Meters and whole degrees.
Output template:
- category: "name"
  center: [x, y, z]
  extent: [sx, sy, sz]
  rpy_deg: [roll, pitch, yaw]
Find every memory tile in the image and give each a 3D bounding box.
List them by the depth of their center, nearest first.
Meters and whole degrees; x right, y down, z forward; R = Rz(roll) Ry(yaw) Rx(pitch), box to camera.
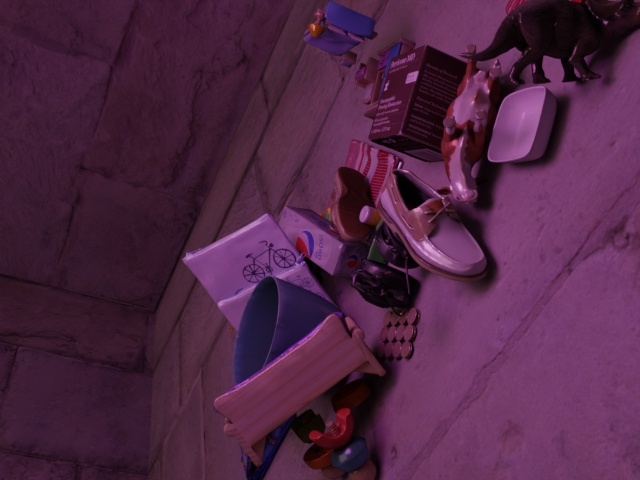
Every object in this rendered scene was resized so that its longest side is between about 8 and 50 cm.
- category: "memory tile"
  center: [0.170, 0.205, 1.629]
  extent: [0.148, 0.012, 0.113]
  rpy_deg: [-20, 55, 65]

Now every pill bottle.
- category: "pill bottle"
  center: [0.140, -0.054, 1.805]
  extent: [0.043, 0.083, 0.043]
  rpy_deg: [-51, 30, 45]

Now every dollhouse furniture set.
- category: "dollhouse furniture set"
  center: [0.057, -0.477, 2.038]
  extent: [0.286, 0.303, 0.198]
  rpy_deg: [-9, 65, 67]

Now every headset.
- category: "headset"
  center: [0.138, 0.034, 1.603]
  extent: [0.394, 0.185, 0.243]
  rpy_deg: [-92, 26, -66]

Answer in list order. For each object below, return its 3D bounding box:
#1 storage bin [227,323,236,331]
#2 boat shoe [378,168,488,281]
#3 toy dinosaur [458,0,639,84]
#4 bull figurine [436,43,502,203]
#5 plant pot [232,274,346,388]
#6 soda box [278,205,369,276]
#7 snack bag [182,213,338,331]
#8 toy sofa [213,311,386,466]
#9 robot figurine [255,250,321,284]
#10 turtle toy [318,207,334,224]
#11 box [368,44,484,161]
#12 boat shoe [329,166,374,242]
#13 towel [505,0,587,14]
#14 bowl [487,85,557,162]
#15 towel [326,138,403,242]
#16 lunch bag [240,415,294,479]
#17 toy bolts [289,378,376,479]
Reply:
- category: "storage bin"
  center: [-0.177, 0.181, 2.368]
  extent: [0.260, 0.123, 0.262]
  rpy_deg: [-12, 62, 66]
- category: "boat shoe"
  center: [0.214, -0.034, 1.447]
  extent: [0.302, 0.113, 0.103]
  rpy_deg: [44, 144, 41]
- category: "toy dinosaur"
  center: [0.390, -0.347, 1.247]
  extent: [0.121, 0.313, 0.160]
  rpy_deg: [-50, -42, -76]
- category: "bull figurine"
  center: [0.296, -0.229, 1.464]
  extent: [0.188, 0.101, 0.310]
  rpy_deg: [76, -154, -64]
- category: "plant pot"
  center: [-0.058, 0.258, 1.848]
  extent: [0.293, 0.235, 0.293]
  rpy_deg: [-51, 29, 43]
- category: "soda box"
  center: [0.000, 0.000, 1.969]
  extent: [0.286, 0.098, 0.091]
  rpy_deg: [34, 111, 47]
- category: "snack bag"
  center: [-0.162, 0.118, 1.979]
  extent: [0.323, 0.342, 0.037]
  rpy_deg: [-26, 18, 27]
- category: "toy sofa"
  center: [-0.053, 0.307, 1.626]
  extent: [0.362, 0.177, 0.150]
  rpy_deg: [-37, 7, -1]
- category: "robot figurine"
  center: [-0.124, 0.073, 2.133]
  extent: [0.173, 0.209, 0.278]
  rpy_deg: [-22, 7, 42]
- category: "turtle toy"
  center: [0.010, -0.034, 2.104]
  extent: [0.130, 0.066, 0.095]
  rpy_deg: [128, 133, -67]
- category: "box"
  center: [0.235, -0.296, 1.640]
  extent: [0.168, 0.167, 0.203]
  rpy_deg: [7, 81, 69]
- category: "boat shoe"
  center: [0.076, -0.078, 1.904]
  extent: [0.285, 0.104, 0.089]
  rpy_deg: [-88, 19, -52]
- category: "towel"
  center: [0.458, -0.495, 1.431]
  extent: [0.275, 0.031, 0.199]
  rpy_deg: [-105, 36, -58]
- category: "bowl"
  center: [0.380, -0.207, 1.368]
  extent: [0.142, 0.053, 0.142]
  rpy_deg: [5, 79, 68]
- category: "towel"
  center: [0.111, -0.143, 2.018]
  extent: [0.237, 0.037, 0.329]
  rpy_deg: [-70, 21, 9]
- category: "lunch bag"
  center: [-0.193, 0.541, 2.148]
  extent: [0.221, 0.138, 0.293]
  rpy_deg: [-115, 37, -57]
- category: "toy bolts"
  center: [0.065, 0.435, 1.619]
  extent: [0.218, 0.158, 0.228]
  rpy_deg: [-34, 6, -11]
